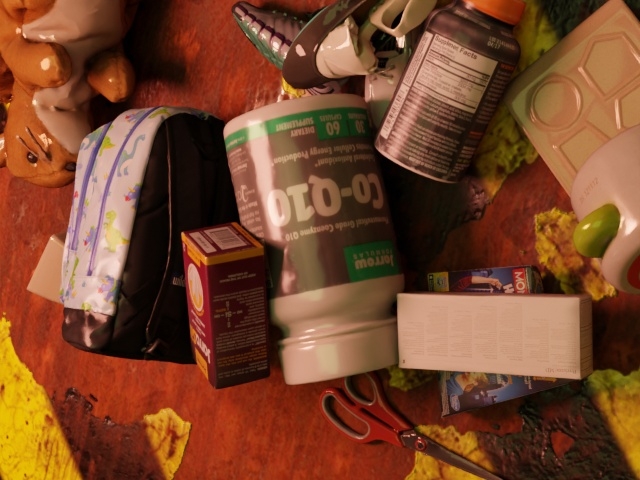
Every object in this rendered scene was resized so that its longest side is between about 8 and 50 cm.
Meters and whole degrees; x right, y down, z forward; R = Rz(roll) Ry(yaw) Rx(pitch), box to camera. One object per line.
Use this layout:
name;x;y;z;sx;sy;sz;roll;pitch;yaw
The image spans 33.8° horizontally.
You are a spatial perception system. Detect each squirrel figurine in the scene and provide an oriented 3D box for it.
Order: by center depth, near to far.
squirrel figurine;-0.438;-0.284;1.663;0.397;0.281;0.370;29;118;40

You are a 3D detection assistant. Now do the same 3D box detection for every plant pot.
plant pot;-0.391;0.052;1.714;0.096;0.109;0.109;33;109;11

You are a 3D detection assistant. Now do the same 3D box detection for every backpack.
backpack;-0.232;-0.020;1.521;0.273;0.290;0.355;17;95;42

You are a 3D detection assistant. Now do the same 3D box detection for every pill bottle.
pill bottle;0.172;-0.208;1.348;0.130;0.130;0.245;32;108;25
pill bottle;0.000;0.000;1.419;0.204;0.204;0.361;-14;86;30

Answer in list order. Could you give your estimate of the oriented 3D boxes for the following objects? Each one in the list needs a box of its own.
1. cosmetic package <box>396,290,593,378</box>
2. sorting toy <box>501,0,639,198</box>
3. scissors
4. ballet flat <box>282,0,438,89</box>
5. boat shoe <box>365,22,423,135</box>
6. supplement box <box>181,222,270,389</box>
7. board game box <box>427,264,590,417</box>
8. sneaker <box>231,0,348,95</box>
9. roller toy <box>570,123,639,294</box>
cosmetic package;0.215;0.115;1.313;0.239;0.060;0.099;0;91;30
sorting toy;0.350;-0.165;1.305;0.193;0.038;0.208;-39;69;26
scissors;0.124;0.285;1.474;0.297;0.021;0.109;37;108;22
ballet flat;0.062;-0.275;1.332;0.280;0.095;0.096;-41;42;20
boat shoe;0.090;-0.246;1.425;0.083;0.076;0.226;7;97;30
supplement box;-0.123;0.084;1.376;0.104;0.081;0.188;-141;45;-59
board game box;0.246;0.130;1.366;0.194;0.060;0.194;-5;90;29
sneaker;-0.029;-0.290;1.508;0.098;0.083;0.224;-44;66;-6
roller toy;0.389;-0.043;1.188;0.191;0.209;0.146;-34;54;25
